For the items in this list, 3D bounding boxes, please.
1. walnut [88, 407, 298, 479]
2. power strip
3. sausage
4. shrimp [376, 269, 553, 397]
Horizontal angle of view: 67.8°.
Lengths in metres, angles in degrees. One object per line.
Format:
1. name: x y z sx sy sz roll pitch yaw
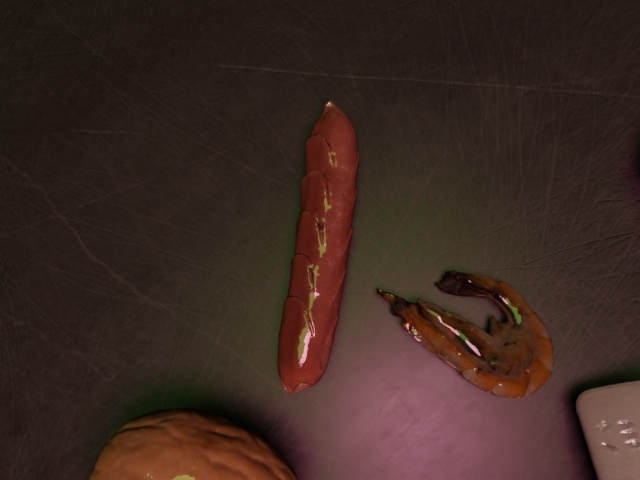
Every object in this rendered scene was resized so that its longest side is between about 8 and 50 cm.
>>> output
1. walnut: -0.148 0.319 0.571 0.260 0.225 0.225 25 81 -2
2. power strip: 0.426 0.292 0.536 0.193 0.059 0.265 -19 59 24
3. sausage: 0.001 0.000 0.690 0.087 0.088 0.434 6 79 7
4. shrimp: 0.209 0.106 0.658 0.254 0.059 0.145 38 81 12
